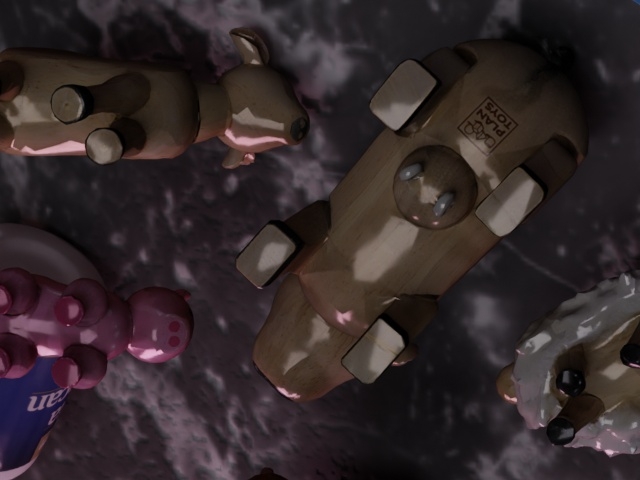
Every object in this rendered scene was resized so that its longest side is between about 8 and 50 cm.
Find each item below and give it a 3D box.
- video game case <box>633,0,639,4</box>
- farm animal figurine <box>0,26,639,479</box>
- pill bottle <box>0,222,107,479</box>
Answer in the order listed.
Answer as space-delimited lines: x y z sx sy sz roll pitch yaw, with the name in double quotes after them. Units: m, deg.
0.155 -0.195 0.880 0.119 0.015 0.166 33 122 9 "video game case"
0.000 0.000 0.963 0.326 0.172 0.330 -30 90 20 "farm animal figurine"
-0.193 0.081 1.119 0.094 0.094 0.169 34 123 7 "pill bottle"
